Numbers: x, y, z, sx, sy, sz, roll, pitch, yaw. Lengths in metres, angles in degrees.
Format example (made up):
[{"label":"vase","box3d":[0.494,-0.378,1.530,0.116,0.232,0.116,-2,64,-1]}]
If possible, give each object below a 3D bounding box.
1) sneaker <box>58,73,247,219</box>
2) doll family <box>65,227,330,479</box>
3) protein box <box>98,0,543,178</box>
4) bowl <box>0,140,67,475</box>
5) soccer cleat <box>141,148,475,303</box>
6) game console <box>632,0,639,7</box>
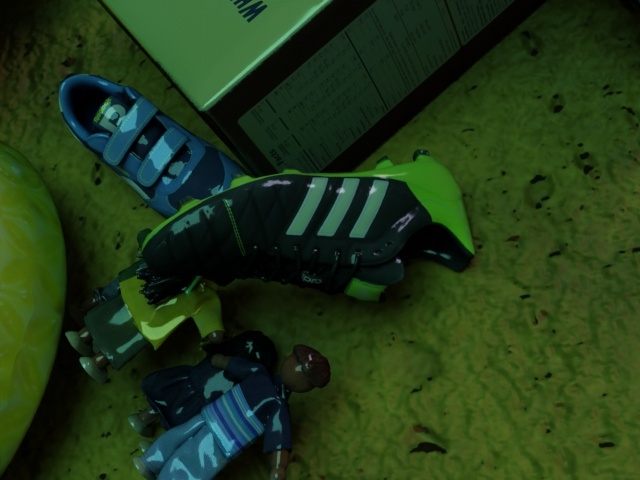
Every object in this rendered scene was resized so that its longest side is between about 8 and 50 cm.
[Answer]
[{"label":"sneaker","box3d":[-0.106,-0.056,0.658,0.144,0.059,0.053,30,78,28]},{"label":"doll family","box3d":[-0.066,0.058,0.588,0.111,0.076,0.193,-34,65,-2]},{"label":"protein box","box3d":[-0.018,-0.164,0.628,0.201,0.136,0.200,-41,60,-1]},{"label":"bowl","box3d":[-0.302,0.039,0.606,0.290,0.156,0.289,-13,63,27]},{"label":"soccer cleat","box3d":[0.000,0.000,0.555,0.179,0.060,0.072,-11,66,-24]},{"label":"game console","box3d":[0.189,-0.173,0.591,0.107,0.071,0.122,-33,60,4]}]
